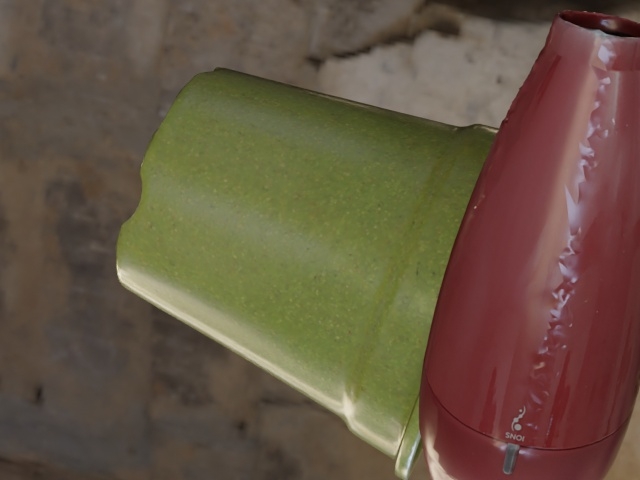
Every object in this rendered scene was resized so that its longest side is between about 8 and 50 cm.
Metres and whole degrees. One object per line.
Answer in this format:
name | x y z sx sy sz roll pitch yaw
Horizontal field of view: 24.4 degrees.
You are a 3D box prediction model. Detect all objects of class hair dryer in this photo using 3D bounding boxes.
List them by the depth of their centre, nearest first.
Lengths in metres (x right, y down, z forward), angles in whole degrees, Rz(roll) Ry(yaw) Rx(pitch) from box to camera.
hair dryer | 0.083 0.015 0.603 0.293 0.080 0.223 96 1 -60

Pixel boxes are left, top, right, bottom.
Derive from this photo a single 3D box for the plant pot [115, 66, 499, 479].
plant pot | 0.000 0.000 1.085 0.276 0.254 0.276 22 90 -82
